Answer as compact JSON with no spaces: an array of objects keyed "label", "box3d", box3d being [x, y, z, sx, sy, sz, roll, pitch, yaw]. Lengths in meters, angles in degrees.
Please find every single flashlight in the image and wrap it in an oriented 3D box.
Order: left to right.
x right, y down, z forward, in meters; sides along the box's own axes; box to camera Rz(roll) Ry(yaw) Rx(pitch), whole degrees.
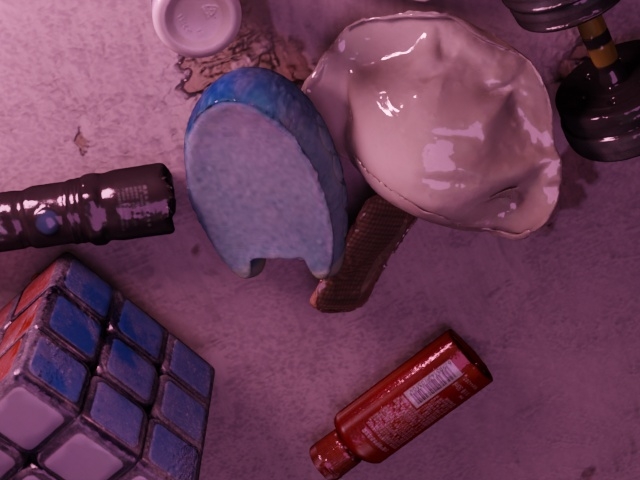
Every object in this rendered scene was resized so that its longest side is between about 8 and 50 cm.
[{"label":"flashlight","box3d":[-0.406,-0.030,1.531,0.424,0.103,0.103,-8,122,-4]}]

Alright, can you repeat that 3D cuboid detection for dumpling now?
[{"label":"dumpling","box3d":[0.162,-0.155,1.486,0.181,0.341,0.260,-17,142,-50]}]

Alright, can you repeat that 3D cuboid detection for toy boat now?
[{"label":"toy boat","box3d":[-0.066,-0.092,1.540,0.215,0.123,0.330,0,128,25]}]

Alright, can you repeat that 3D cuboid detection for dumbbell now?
[{"label":"dumbbell","box3d":[0.358,-0.264,1.470,0.185,0.185,0.388,-28,122,8]}]

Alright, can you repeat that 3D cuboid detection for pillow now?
[{"label":"pillow","box3d":[0.066,0.020,1.655,0.135,0.034,0.211,-3,128,-49]}]

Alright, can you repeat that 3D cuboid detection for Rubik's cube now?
[{"label":"Rubik's cube","box3d":[-0.357,0.260,1.563,0.303,0.305,0.301,-39,112,22]}]

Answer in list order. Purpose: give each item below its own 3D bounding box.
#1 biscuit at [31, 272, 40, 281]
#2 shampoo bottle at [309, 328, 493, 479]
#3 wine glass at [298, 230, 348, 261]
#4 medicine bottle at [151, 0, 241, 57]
[{"label":"biscuit","box3d":[-0.386,0.074,1.641,0.091,0.015,0.078,-37,117,15]},{"label":"shampoo bottle","box3d":[0.122,0.271,1.814,0.314,0.076,0.118,-39,120,14]},{"label":"wine glass","box3d":[0.000,0.000,1.653,0.083,0.042,0.039,-28,123,15]},{"label":"medicine bottle","box3d":[-0.152,-0.298,1.357,0.102,0.187,0.103,-4,122,-7]}]
